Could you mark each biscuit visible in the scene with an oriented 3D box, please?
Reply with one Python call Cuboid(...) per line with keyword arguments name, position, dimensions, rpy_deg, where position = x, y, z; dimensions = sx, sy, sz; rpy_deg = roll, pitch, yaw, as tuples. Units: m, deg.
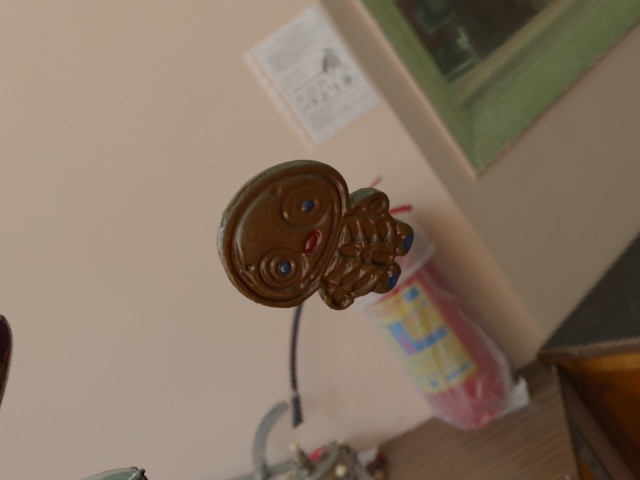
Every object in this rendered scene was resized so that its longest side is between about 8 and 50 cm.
Cuboid(name="biscuit", position=(0.000, 0.000, 0.829), dimensions=(0.026, 0.175, 0.124), rpy_deg=(38, 113, 56))

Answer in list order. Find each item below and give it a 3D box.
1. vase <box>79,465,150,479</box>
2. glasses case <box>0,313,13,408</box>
Cuboid(name="vase", position=(-0.414, 0.518, 1.480), dimensions=(0.445, 0.250, 0.250), rpy_deg=(-30, 7, -24))
Cuboid(name="glasses case", position=(-0.481, 0.249, 1.397), dimensions=(0.123, 0.075, 0.316), rpy_deg=(114, 168, -61))
